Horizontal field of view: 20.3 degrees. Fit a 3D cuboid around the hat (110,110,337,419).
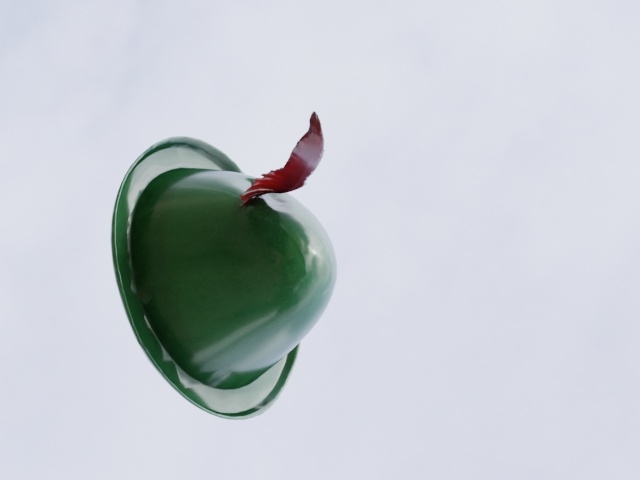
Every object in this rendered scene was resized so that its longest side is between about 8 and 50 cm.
[{"bbox_3d":[0.000,0.000,1.010,0.184,0.208,0.173,-20,-76,30],"label":"hat"}]
